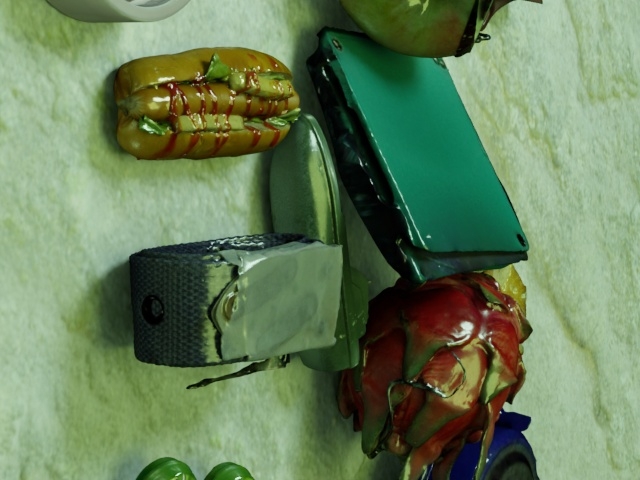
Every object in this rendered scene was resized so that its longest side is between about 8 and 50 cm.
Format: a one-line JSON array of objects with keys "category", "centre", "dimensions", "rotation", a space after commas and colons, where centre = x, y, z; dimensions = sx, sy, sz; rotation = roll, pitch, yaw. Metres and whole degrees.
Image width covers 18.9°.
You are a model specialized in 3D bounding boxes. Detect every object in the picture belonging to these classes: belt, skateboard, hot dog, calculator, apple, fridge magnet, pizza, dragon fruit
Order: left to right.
[{"category": "hot dog", "centre": [-0.091, -0.125, 1.750], "dimensions": [0.250, 0.076, 0.104], "rotation": [-4, 97, -53]}, {"category": "belt", "centre": [-0.078, 0.062, 1.734], "dimensions": [0.230, 0.139, 0.126], "rotation": [-7, 99, -57]}, {"category": "calculator", "centre": [0.095, -0.083, 1.954], "dimensions": [0.248, 0.058, 0.274], "rotation": [-4, 66, -58]}, {"category": "apple", "centre": [0.100, -0.287, 1.928], "dimensions": [0.207, 0.174, 0.188], "rotation": [54, 22, -36]}, {"category": "dragon fruit", "centre": [0.110, 0.142, 1.978], "dimensions": [0.274, 0.192, 0.193], "rotation": [-60, 137, -28]}, {"category": "fridge magnet", "centre": [0.162, 0.301, 2.138], "dimensions": [0.265, 0.112, 0.265], "rotation": [-21, 115, -56]}, {"category": "pizza", "centre": [0.199, 0.076, 2.235], "dimensions": [0.160, 0.035, 0.099], "rotation": [53, 53, -46]}, {"category": "skateboard", "centre": [0.197, -0.269, 2.178], "dimensions": [0.151, 0.067, 0.080], "rotation": [-18, 119, -48]}]

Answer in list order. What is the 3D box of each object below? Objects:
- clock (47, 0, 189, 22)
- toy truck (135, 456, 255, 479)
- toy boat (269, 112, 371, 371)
[{"category": "clock", "centre": [-0.169, -0.281, 1.621], "dimensions": [0.197, 0.068, 0.197], "rotation": [-12, 104, -55]}, {"category": "toy truck", "centre": [-0.114, 0.303, 1.726], "dimensions": [0.210, 0.148, 0.187], "rotation": [-51, 143, -2]}, {"category": "toy boat", "centre": [0.000, 0.000, 1.894], "dimensions": [0.085, 0.078, 0.260], "rotation": [-21, 111, -35]}]
